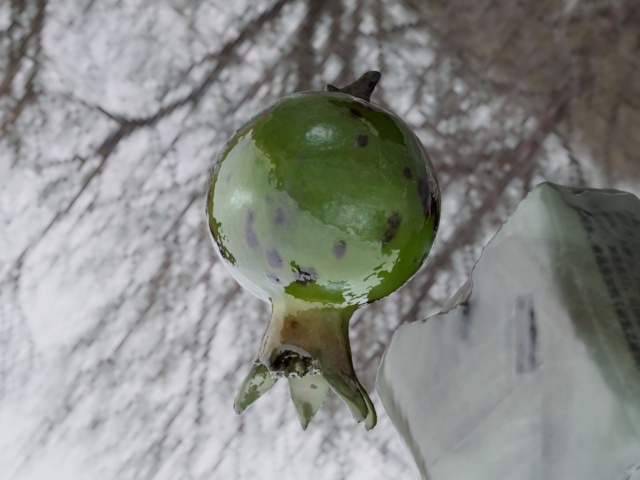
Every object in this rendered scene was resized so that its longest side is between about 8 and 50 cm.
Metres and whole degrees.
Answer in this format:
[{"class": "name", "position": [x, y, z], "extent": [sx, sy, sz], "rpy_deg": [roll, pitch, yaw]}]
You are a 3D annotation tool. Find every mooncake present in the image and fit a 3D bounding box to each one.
[{"class": "mooncake", "position": [0.168, 0.117, 1.156], "extent": [0.136, 0.250, 0.254], "rpy_deg": [6, -132, -32]}]

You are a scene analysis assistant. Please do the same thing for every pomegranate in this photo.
[{"class": "pomegranate", "position": [0.009, 0.009, 1.035], "extent": [0.156, 0.156, 0.220], "rpy_deg": [-7, -96, -72]}]
